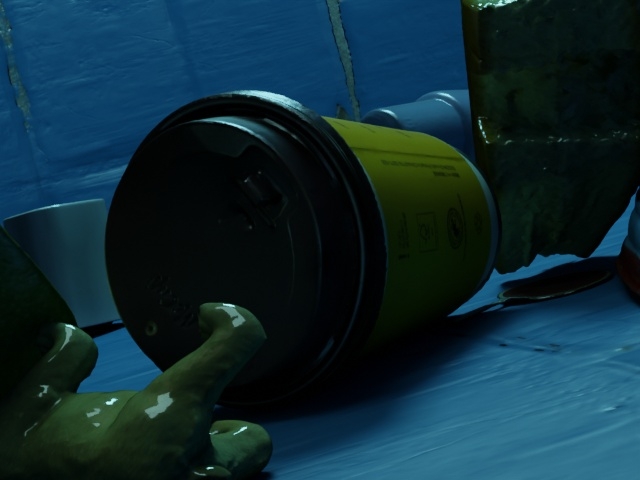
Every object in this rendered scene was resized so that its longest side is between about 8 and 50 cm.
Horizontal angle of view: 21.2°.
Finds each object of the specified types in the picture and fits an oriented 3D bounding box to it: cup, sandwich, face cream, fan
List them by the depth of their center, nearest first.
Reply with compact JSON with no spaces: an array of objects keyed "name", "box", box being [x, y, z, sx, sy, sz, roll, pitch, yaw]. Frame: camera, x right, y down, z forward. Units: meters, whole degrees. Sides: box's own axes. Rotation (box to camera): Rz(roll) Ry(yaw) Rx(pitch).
[{"name":"cup","box":[0.000,0.000,1.118,0.196,0.196,0.280,-11,-1,31]},{"name":"fan","box":[0.147,0.038,1.215,0.133,0.005,0.085,-16,7,-27]},{"name":"sandwich","box":[0.173,-0.081,1.253,0.122,0.235,0.128,-7,17,-1]},{"name":"cup","box":[-0.256,0.034,1.675,0.095,0.129,0.128,-10,-2,-42]},{"name":"face cream","box":[0.178,-0.115,1.726,0.136,0.086,0.385,-3,6,41]}]

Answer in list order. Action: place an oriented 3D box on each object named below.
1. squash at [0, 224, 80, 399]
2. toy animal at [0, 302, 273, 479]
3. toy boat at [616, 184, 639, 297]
[{"name":"squash","box":[-0.178,0.021,0.942,0.203,0.111,0.288,-28,-29,-44]},{"name":"toy animal","box":[-0.122,0.106,0.863,0.219,0.103,0.101,-6,33,31]},{"name":"toy boat","box":[0.258,-0.012,1.139,0.136,0.079,0.392,-14,3,14]}]
